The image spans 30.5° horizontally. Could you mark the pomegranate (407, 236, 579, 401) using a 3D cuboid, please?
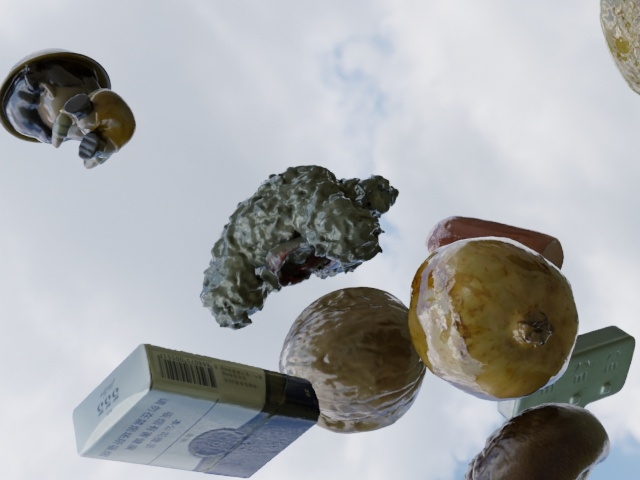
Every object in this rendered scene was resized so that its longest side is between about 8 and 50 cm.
[{"bbox_3d":[0.236,0.107,1.604,0.248,0.248,0.248,30,-142,-26],"label":"pomegranate"}]

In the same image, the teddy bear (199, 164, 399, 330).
[{"bbox_3d":[0.000,0.000,2.037,0.367,0.357,0.225,7,-123,-57],"label":"teddy bear"}]

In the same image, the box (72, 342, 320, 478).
[{"bbox_3d":[-0.148,0.214,1.425,0.259,0.168,0.071,18,-139,-37],"label":"box"}]

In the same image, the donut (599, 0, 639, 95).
[{"bbox_3d":[0.568,-0.327,1.659,0.330,0.330,0.160,31,179,-25],"label":"donut"}]

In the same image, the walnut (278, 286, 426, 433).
[{"bbox_3d":[0.047,0.180,1.763,0.228,0.228,0.228,30,-142,-26],"label":"walnut"}]

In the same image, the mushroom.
[{"bbox_3d":[0.279,0.325,1.580,0.153,0.253,0.253,36,-150,17],"label":"mushroom"}]

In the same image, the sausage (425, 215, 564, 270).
[{"bbox_3d":[0.316,0.016,2.188,0.113,0.259,0.114,-25,-59,-50],"label":"sausage"}]

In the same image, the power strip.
[{"bbox_3d":[0.414,0.257,1.988,0.264,0.194,0.059,-13,-146,-31],"label":"power strip"}]

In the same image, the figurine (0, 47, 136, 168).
[{"bbox_3d":[-0.397,-0.216,1.877,0.256,0.167,0.192,23,158,36],"label":"figurine"}]
